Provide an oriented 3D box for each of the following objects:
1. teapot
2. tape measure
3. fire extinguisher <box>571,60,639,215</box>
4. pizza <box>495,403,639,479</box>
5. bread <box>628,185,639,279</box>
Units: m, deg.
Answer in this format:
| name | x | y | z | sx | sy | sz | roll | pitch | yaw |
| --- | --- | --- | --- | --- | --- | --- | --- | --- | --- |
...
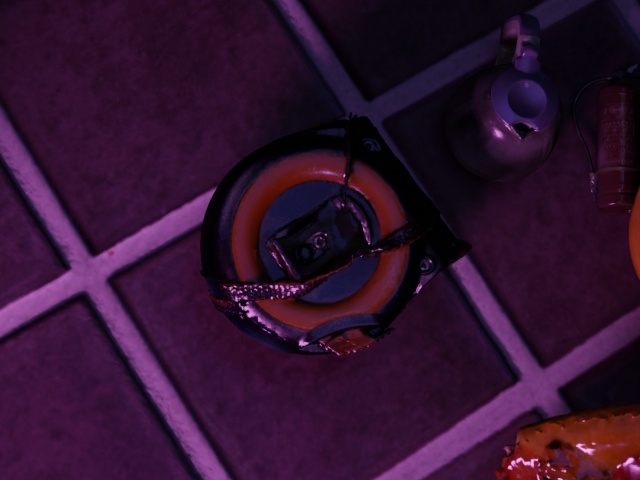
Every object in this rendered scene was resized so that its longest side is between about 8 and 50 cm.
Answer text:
| name | x | y | z | sx | sy | sz | roll | pitch | yaw |
| --- | --- | --- | --- | --- | --- | --- | --- | --- | --- |
| teapot | 0.193 | -0.135 | 1.623 | 0.111 | 0.108 | 0.149 | 36 | 71 | -1 |
| tape measure | 0.000 | 0.000 | 1.532 | 0.223 | 0.135 | 0.202 | -36 | 93 | -13 |
| fire extinguisher | 0.287 | -0.104 | 1.669 | 0.078 | 0.045 | 0.157 | 0 | 74 | 12 |
| pizza | 0.355 | 0.346 | 1.455 | 0.440 | 0.130 | 0.406 | 6 | 89 | 18 |
| bread | 0.404 | -0.033 | 1.562 | 0.315 | 0.211 | 0.270 | -53 | 131 | -23 |
